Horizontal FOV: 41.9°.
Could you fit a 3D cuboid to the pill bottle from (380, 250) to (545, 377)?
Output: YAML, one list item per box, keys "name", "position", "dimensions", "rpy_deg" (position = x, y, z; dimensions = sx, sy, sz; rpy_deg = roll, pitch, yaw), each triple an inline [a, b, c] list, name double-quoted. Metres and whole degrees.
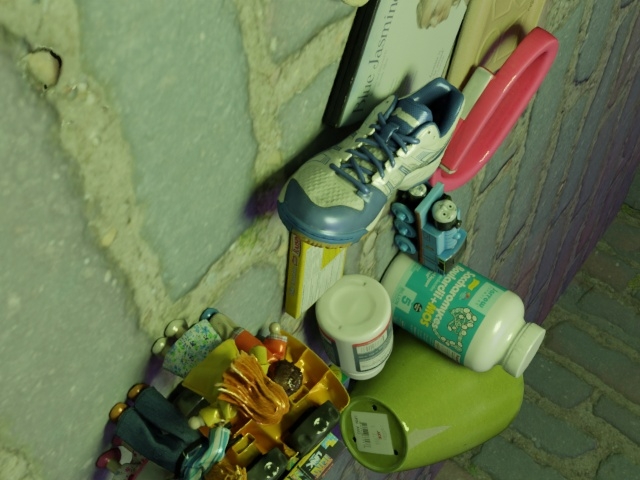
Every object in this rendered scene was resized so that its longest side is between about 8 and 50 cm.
- name: "pill bottle"
  position: [0.234, 0.121, 1.392]
  dimensions: [0.146, 0.264, 0.146]
  rpy_deg: [-46, 154, -30]

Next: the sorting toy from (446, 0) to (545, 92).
- name: "sorting toy"
  position: [0.259, -0.326, 1.202]
  dimensions: [0.208, 0.038, 0.193]
  rpy_deg: [-31, 145, -41]

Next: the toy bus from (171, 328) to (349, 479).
- name: "toy bus"
  position: [-0.101, 0.248, 1.046]
  dimensions: [0.220, 0.149, 0.211]
  rpy_deg: [-34, 163, -42]

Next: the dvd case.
- name: "dvd case"
  position: [0.102, -0.233, 0.997]
  dimensions: [0.253, 0.022, 0.180]
  rpy_deg: [-24, 139, -54]

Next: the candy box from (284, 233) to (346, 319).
- name: "candy box"
  position: [0.000, 0.000, 1.066]
  dimensions: [0.105, 0.027, 0.206]
  rpy_deg: [-38, 149, -37]

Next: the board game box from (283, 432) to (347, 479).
- name: "board game box"
  position: [-0.034, 0.414, 1.424]
  dimensions: [0.141, 0.048, 0.170]
  rpy_deg: [-42, 167, -33]

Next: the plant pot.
- name: "plant pot"
  position: [0.171, 0.285, 1.474]
  dimensions: [0.293, 0.274, 0.275]
  rpy_deg: [-22, 137, -50]

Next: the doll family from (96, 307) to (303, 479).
- name: "doll family"
  position: [-0.124, 0.188, 0.859]
  dimensions: [0.263, 0.163, 0.118]
  rpy_deg: [-56, 157, -9]

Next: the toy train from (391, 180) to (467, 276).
- name: "toy train"
  position: [0.172, -0.023, 1.293]
  dimensions: [0.080, 0.105, 0.184]
  rpy_deg: [-51, 156, -19]

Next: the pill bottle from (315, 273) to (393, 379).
- name: "pill bottle"
  position: [0.054, 0.136, 1.242]
  dimensions: [0.108, 0.108, 0.180]
  rpy_deg: [-50, 156, -21]

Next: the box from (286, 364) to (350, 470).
- name: "box"
  position: [-0.023, 0.295, 1.365]
  dimensions: [0.179, 0.043, 0.105]
  rpy_deg: [-40, 151, -36]

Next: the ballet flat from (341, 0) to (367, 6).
- name: "ballet flat"
  position: [0.030, -0.275, 0.759]
  dimensions: [0.057, 0.049, 0.173]
  rpy_deg: [-50, 156, -18]

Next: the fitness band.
- name: "fitness band"
  position: [0.257, -0.191, 1.270]
  dimensions: [0.209, 0.054, 0.291]
  rpy_deg: [-23, 149, -54]

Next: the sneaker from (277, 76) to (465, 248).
- name: "sneaker"
  position: [0.060, -0.101, 0.934]
  dimensions: [0.296, 0.112, 0.131]
  rpy_deg: [-42, 165, -46]
